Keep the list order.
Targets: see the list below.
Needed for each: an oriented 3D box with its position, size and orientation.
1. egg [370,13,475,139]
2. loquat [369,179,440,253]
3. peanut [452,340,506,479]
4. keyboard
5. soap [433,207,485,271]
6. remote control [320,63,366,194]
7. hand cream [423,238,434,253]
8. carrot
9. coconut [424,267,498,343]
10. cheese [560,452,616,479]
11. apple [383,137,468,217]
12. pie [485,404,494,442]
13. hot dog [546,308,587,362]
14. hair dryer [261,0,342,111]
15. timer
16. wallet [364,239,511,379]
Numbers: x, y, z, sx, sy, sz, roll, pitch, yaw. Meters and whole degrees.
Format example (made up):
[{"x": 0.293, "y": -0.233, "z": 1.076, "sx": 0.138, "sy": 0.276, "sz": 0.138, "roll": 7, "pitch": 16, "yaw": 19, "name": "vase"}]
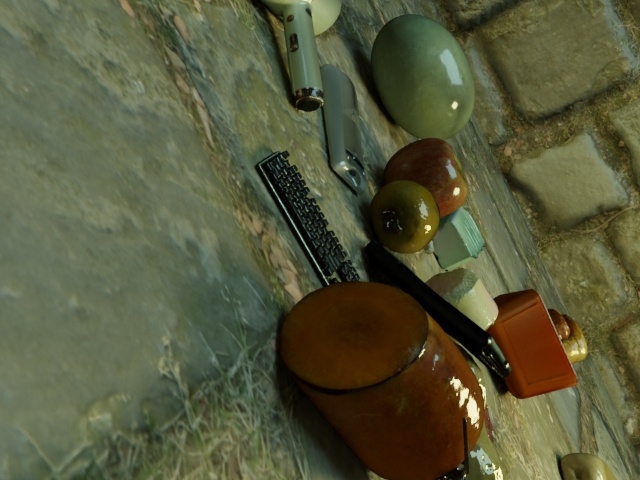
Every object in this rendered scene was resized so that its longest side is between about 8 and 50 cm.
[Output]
[{"x": 0.275, "y": -0.436, "z": 1.779, "sx": 0.352, "sy": 0.259, "sz": 0.258, "roll": 62, "pitch": 24, "yaw": -10, "name": "egg"}, {"x": 0.169, "y": -0.048, "z": 1.328, "sx": 0.163, "sy": 0.137, "sz": 0.163, "roll": 17, "pitch": 71, "yaw": -62, "name": "loquat"}, {"x": 0.221, "y": 0.315, "z": 1.084, "sx": 0.149, "sy": 0.149, "sz": 0.313, "roll": 15, "pitch": 55, "yaw": -60, "name": "peanut"}, {"x": 0.000, "y": 0.000, "z": 1.066, "sx": 0.316, "sy": 0.027, "sz": 0.106, "roll": 60, "pitch": 25, "yaw": -10, "name": "keyboard"}, {"x": 0.357, "y": -0.008, "z": 1.734, "sx": 0.145, "sy": 0.091, "sz": 0.230, "roll": 62, "pitch": 25, "yaw": -7, "name": "soap"}, {"x": 0.056, "y": -0.245, "z": 1.385, "sx": 0.109, "sy": 0.055, "sz": 0.312, "roll": 40, "pitch": 34, "yaw": -44, "name": "remote control"}, {"x": 0.241, "y": -0.062, "z": 1.603, "sx": 0.038, "sy": 0.052, "sz": 0.216, "roll": 8, "pitch": 51, "yaw": -24, "name": "hand cream"}, {"x": 0.115, "y": 0.211, "z": 0.876, "sx": 0.331, "sy": 0.214, "sz": 0.193, "roll": 57, "pitch": 47, "yaw": -25, "name": "carrot"}, {"x": 0.290, "y": 0.147, "z": 1.386, "sx": 0.152, "sy": 0.147, "sz": 0.147, "roll": 55, "pitch": 25, "yaw": -15, "name": "coconut"}, {"x": 0.766, "y": 0.695, "z": 1.858, "sx": 0.217, "sy": 0.117, "sz": 0.235, "roll": 56, "pitch": 22, "yaw": -14, "name": "cheese"}, {"x": 0.239, "y": -0.136, "z": 1.512, "sx": 0.188, "sy": 0.174, "sz": 0.188, "roll": 50, "pitch": 28, "yaw": -38, "name": "apple"}, {"x": 0.310, "y": 0.354, "z": 1.345, "sx": 0.154, "sy": 0.036, "sz": 0.154, "roll": 46, "pitch": 30, "yaw": -36, "name": "pie"}, {"x": 0.628, "y": 0.272, "z": 1.850, "sx": 0.256, "sy": 0.151, "sz": 0.153, "roll": 119, "pitch": -42, "yaw": -78, "name": "hot dog"}, {"x": -0.041, "y": -0.397, "z": 1.282, "sx": 0.203, "sy": 0.128, "sz": 0.361, "roll": 24, "pitch": 53, "yaw": -57, "name": "hair dryer"}, {"x": 0.522, "y": 0.270, "z": 1.730, "sx": 0.250, "sy": 0.161, "sz": 0.257, "roll": 21, "pitch": 45, "yaw": -82, "name": "timer"}, {"x": 0.209, "y": 0.122, "z": 1.191, "sx": 0.318, "sy": 0.045, "sz": 0.172, "roll": 44, "pitch": 0, "yaw": 41, "name": "wallet"}]
